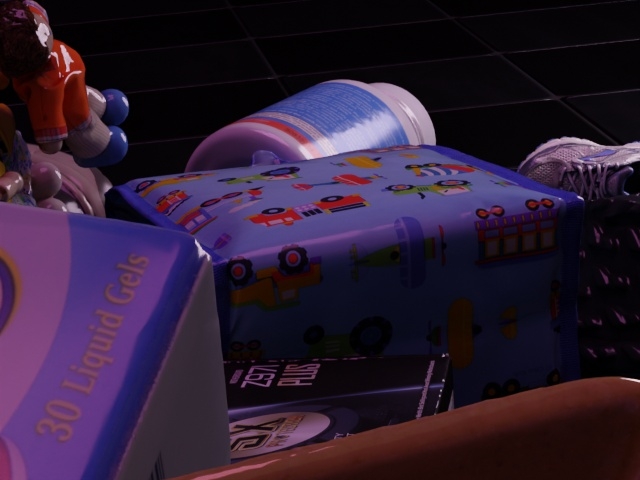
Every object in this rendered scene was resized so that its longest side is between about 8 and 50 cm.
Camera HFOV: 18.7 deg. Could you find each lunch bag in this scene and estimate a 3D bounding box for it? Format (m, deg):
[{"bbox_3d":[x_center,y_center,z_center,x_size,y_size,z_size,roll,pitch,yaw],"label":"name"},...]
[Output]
[{"bbox_3d":[0.000,0.000,1.197,0.221,0.138,0.293,-10,25,-16],"label":"lunch bag"}]

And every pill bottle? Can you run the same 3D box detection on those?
[{"bbox_3d":[0.001,-0.052,1.460,0.124,0.124,0.221,5,19,28],"label":"pill bottle"}]

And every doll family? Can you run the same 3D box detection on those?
[{"bbox_3d":[-0.166,-0.007,1.043,0.118,0.263,0.163,-21,-25,9],"label":"doll family"}]

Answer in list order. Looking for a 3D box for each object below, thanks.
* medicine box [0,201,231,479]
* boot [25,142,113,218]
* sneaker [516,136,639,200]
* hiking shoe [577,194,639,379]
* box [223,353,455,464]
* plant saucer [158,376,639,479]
[{"bbox_3d":[-0.206,0.114,0.669,0.289,0.149,0.263,9,45,11],"label":"medicine box"},{"bbox_3d":[-0.362,0.006,1.360,0.377,0.138,0.284,11,22,29],"label":"boot"},{"bbox_3d":[0.222,-0.052,1.534,0.135,0.052,0.058,-7,21,-7],"label":"sneaker"},{"bbox_3d":[0.255,0.042,1.163,0.132,0.113,0.304,21,-12,-42],"label":"hiking shoe"},{"bbox_3d":[-0.012,0.122,0.951,0.147,0.078,0.180,-2,17,10],"label":"box"},{"bbox_3d":[0.007,0.209,0.438,0.332,0.081,0.333,-11,52,-21],"label":"plant saucer"}]
